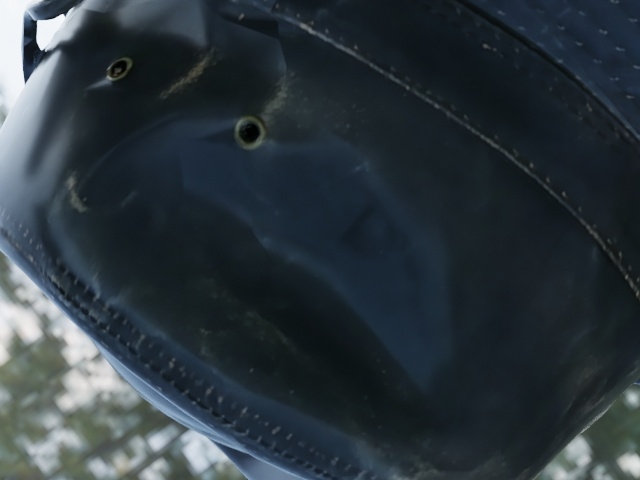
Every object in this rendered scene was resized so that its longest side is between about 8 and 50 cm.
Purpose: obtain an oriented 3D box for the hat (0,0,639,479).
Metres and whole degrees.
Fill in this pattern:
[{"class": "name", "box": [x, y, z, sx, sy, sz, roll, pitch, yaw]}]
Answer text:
[{"class": "hat", "box": [0.000, 0.000, 0.489, 0.331, 0.134, 0.331, 32, 161, 12]}]
